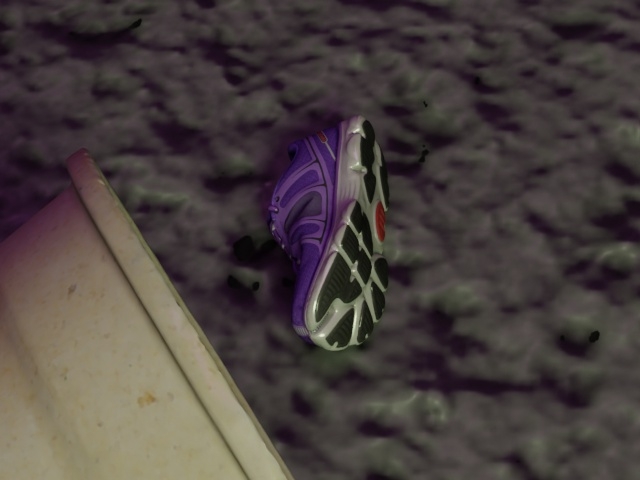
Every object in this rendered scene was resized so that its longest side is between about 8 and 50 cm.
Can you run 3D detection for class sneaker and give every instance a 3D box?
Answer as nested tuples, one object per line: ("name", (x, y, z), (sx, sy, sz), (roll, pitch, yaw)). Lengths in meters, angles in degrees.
("sneaker", (0.000, 0.000, 1.093), (0.071, 0.068, 0.170), (-13, 40, 18))

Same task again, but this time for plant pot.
("plant pot", (-0.144, 0.180, 0.817), (0.305, 0.334, 0.334), (-32, 53, -5))
